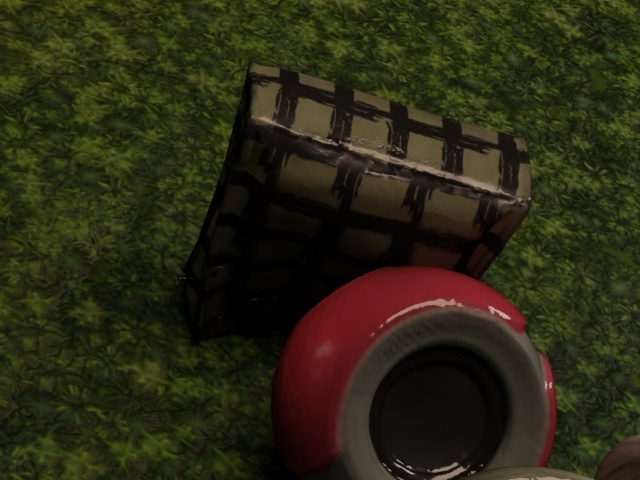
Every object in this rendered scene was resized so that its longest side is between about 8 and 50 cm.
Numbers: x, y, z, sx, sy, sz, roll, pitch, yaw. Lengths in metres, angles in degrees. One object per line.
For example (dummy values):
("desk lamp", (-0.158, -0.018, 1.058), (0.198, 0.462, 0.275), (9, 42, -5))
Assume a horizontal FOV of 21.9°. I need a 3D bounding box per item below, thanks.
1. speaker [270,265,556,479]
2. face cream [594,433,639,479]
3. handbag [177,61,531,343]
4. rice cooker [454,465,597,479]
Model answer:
("speaker", (0.099, 0.179, 1.697), (0.294, 0.294, 0.294), (14, 39, -12))
("face cream", (0.387, 0.298, 1.758), (0.111, 0.206, 0.206), (-13, 51, -32))
("handbag", (0.027, -0.005, 1.832), (0.325, 0.327, 0.162), (15, 40, -10))
("rice cooker", (0.172, 0.392, 1.447), (0.335, 0.325, 0.335), (6, 53, -8))
